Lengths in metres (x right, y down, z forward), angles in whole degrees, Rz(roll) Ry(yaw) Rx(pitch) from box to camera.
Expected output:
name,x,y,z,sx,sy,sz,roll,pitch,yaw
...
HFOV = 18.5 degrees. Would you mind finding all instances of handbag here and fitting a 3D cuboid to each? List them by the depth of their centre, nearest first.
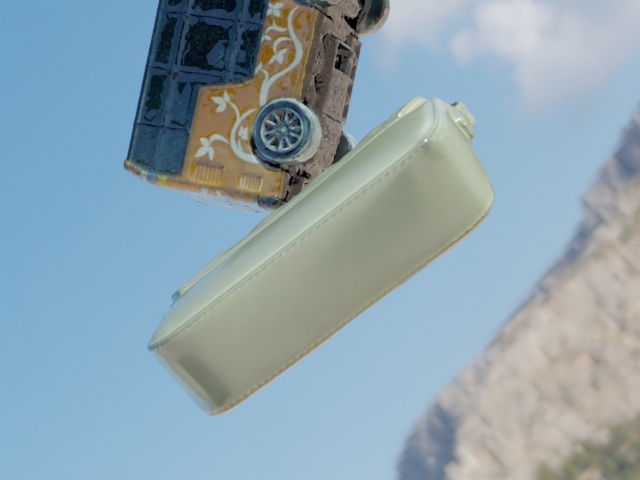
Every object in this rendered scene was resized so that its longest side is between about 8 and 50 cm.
name,x,y,z,sx,sy,sz,roll,pitch,yaw
handbag,0.000,0.000,1.289,0.256,0.079,0.219,-37,12,10

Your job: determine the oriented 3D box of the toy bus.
name,x,y,z,sx,sy,sz,roll,pitch,yaw
toy bus,-0.046,-0.160,1.568,0.138,0.167,0.275,20,-99,-70
